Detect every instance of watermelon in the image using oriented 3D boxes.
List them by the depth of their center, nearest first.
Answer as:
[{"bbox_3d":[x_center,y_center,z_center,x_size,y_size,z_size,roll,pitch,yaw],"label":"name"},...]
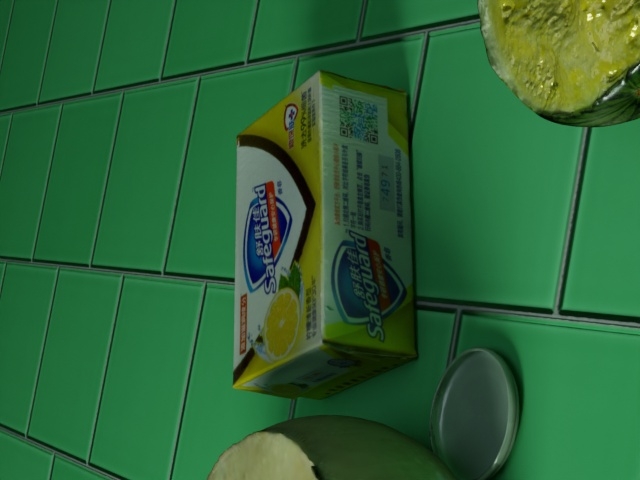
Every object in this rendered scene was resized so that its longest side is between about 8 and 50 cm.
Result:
[{"bbox_3d":[0.209,-0.180,0.988,0.204,0.127,0.232,-59,36,30],"label":"watermelon"}]

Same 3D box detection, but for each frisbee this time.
[{"bbox_3d":[0.121,0.139,1.134,0.110,0.014,0.110,-34,50,53],"label":"frisbee"}]

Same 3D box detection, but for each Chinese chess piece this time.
[{"bbox_3d":[-0.001,0.308,1.143,0.338,0.140,0.338,-33,52,55],"label":"Chinese chess piece"}]

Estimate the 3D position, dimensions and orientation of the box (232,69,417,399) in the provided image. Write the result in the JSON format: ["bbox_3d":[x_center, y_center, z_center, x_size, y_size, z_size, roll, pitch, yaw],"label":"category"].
[{"bbox_3d":[0.000,0.000,1.316,0.168,0.097,0.265,-29,55,53],"label":"box"}]
